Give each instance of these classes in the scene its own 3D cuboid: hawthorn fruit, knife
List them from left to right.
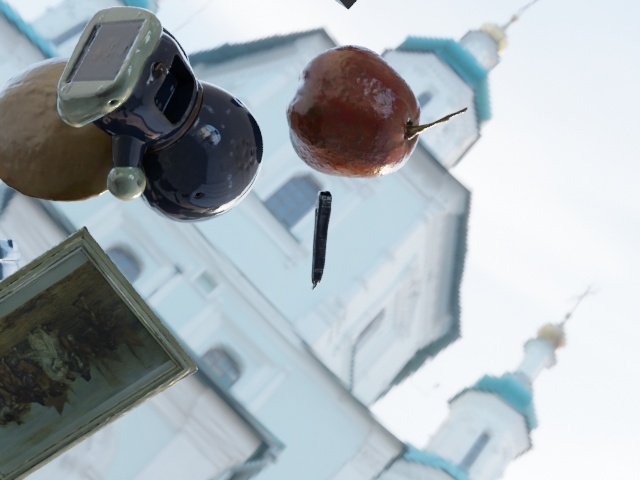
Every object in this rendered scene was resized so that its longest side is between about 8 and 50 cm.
[{"bbox_3d":[0.000,0.000,1.451,0.031,0.018,0.121,162,-68,-74],"label":"knife"},{"bbox_3d":[0.062,-0.143,1.451,0.203,0.162,0.163,26,-45,19],"label":"hawthorn fruit"}]

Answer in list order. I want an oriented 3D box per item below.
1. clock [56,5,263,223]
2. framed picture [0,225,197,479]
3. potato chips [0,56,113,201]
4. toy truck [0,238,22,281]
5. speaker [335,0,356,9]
[{"bbox_3d":[-0.164,-0.120,1.278,0.146,0.200,0.243,-2,-34,36],"label":"clock"},{"bbox_3d":[-0.299,0.137,1.290,0.274,0.017,0.217,-34,-64,6],"label":"framed picture"},{"bbox_3d":[-0.298,-0.140,1.389,0.208,0.195,0.062,50,-10,22],"label":"potato chips"},{"bbox_3d":[-0.547,0.081,1.431,0.161,0.384,0.162,168,-87,-86],"label":"toy truck"},{"bbox_3d":[0.082,-0.390,1.573,0.046,0.191,0.040,41,3,-39],"label":"speaker"}]
